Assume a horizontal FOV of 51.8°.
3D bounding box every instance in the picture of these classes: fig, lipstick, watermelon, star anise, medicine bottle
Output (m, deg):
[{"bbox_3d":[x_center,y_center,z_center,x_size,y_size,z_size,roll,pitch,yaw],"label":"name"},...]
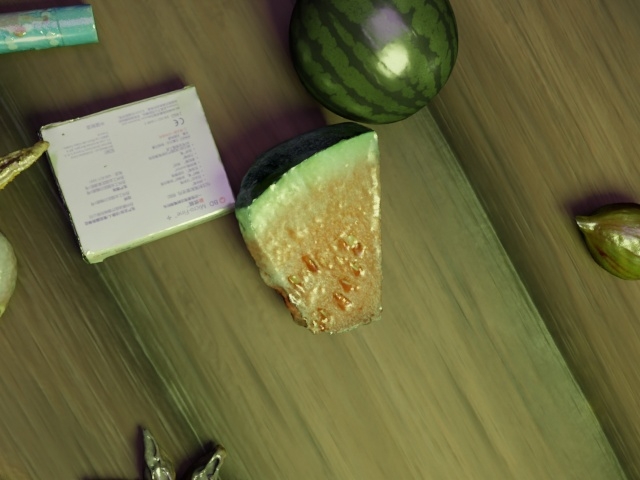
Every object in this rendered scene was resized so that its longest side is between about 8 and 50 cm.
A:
[{"bbox_3d":[0.422,-0.004,0.936,0.155,0.103,0.109,10,62,-20],"label":"fig"},{"bbox_3d":[-0.355,-0.255,0.800,0.158,0.048,0.048,-11,89,-13],"label":"lipstick"},{"bbox_3d":[0.063,-0.249,0.816,0.212,0.212,0.212,1,86,-13],"label":"watermelon"},{"bbox_3d":[-0.193,0.326,0.792,0.208,0.063,0.172,-42,96,-13],"label":"star anise"},{"bbox_3d":[0.000,0.000,0.831,0.193,0.140,0.256,-24,112,-13],"label":"watermelon"},{"bbox_3d":[-0.223,-0.084,0.818,0.201,0.052,0.171,-21,91,-14],"label":"medicine bottle"}]

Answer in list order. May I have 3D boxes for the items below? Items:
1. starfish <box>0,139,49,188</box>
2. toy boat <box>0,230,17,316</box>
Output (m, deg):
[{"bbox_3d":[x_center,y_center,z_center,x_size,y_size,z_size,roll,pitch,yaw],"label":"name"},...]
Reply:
[{"bbox_3d":[-0.442,-0.034,0.708,0.302,0.299,0.060,-41,133,-30],"label":"starfish"},{"bbox_3d":[-0.452,0.065,0.739,0.227,0.085,0.155,-37,94,-13],"label":"toy boat"}]
